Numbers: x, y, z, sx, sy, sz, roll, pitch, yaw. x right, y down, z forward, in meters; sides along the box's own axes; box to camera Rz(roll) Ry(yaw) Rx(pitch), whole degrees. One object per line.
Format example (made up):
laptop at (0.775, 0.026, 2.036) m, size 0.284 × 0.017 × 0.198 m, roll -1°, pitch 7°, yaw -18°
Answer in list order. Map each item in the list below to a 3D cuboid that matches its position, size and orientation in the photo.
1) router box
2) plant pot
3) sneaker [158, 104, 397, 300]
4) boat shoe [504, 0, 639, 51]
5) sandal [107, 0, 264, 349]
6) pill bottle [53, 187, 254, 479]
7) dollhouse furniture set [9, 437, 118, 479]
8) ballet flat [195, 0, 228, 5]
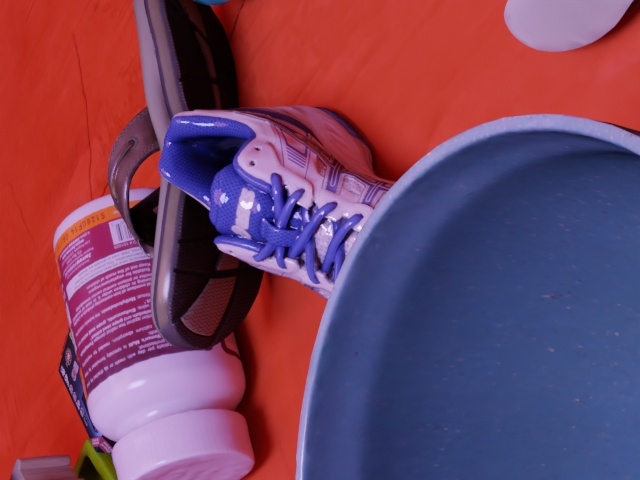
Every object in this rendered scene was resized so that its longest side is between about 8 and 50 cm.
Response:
router box at (-0.195, 0.119, 1.193) m, size 0.122 × 0.038 × 0.092 m, roll 51°, pitch 130°, yaw 45°
plant pot at (0.146, 0.106, 0.500) m, size 0.293 × 0.196 × 0.293 m, roll -6°, pitch 83°, yaw 58°
sneaker at (0.000, 0.000, 0.800) m, size 0.296 × 0.131 × 0.111 m, roll 36°, pitch 118°, yaw 51°
boat shoe at (0.144, -0.139, 0.654) m, size 0.137 × 0.049 × 0.043 m, roll -36°, pitch 17°, yaw 55°
sandal at (-0.108, -0.056, 0.972) m, size 0.086 × 0.120 × 0.302 m, roll -20°, pitch 60°, yaw 21°
pill bottle at (-0.126, 0.080, 1.007) m, size 0.121 × 0.121 × 0.221 m, roll -48°, pitch 50°, yaw 47°
dollhouse furniture set at (-0.284, 0.281, 1.085) m, size 0.197 × 0.302 × 0.151 m, roll 43°, pitch 122°, yaw 46°
ballet flat at (-0.033, -0.227, 0.904) m, size 0.241 × 0.091 × 0.077 m, roll -6°, pitch 63°, yaw 54°
